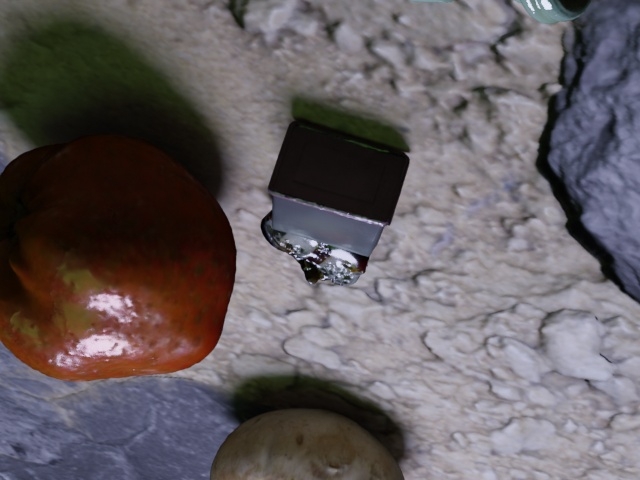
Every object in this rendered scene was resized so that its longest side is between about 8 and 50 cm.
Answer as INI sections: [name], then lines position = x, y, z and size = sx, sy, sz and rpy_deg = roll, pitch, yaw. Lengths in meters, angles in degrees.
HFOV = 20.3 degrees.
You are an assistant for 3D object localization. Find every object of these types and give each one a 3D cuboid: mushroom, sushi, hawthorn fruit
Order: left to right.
[hawthorn fruit]
position = -0.146, 0.016, 1.238
size = 0.189, 0.189, 0.189
rpy_deg = 13, 145, 9
[mushroom]
position = -0.010, 0.212, 1.474
size = 0.166, 0.127, 0.166
rpy_deg = 7, 140, 6
[sushi]
position = 0.000, 0.000, 1.252
size = 0.083, 0.044, 0.046
rpy_deg = 28, 145, -15

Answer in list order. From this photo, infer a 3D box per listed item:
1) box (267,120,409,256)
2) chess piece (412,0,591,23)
[box]
position = 0.010, -0.031, 1.197
size = 0.084, 0.060, 0.063
rpy_deg = 16, 150, 3
[chess piece]
position = 0.094, -0.153, 0.991
size = 0.103, 0.067, 0.067
rpy_deg = 3, 143, 35
